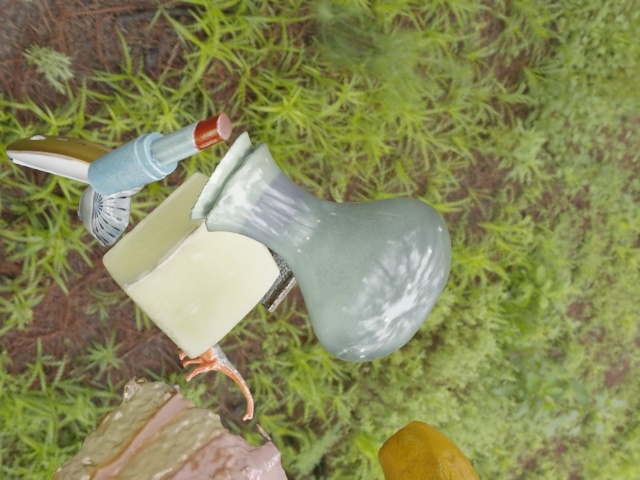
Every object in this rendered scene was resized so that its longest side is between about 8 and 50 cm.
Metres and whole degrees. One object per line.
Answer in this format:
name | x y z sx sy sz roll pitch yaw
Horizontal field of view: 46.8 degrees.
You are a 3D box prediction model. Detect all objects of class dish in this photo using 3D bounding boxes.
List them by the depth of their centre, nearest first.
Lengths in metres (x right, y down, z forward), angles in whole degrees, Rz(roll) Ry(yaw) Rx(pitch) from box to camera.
dish | -0.527 -0.080 1.771 0.191 0.066 0.190 8 90 -77

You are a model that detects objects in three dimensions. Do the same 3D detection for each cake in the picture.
cake | -0.224 0.440 1.159 0.293 0.307 0.314 -49 141 -31

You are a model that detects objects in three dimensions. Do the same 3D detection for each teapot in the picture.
teapot | 0.000 0.000 0.751 0.183 0.251 0.183 -57 -177 5

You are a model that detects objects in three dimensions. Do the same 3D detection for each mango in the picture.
mango | 0.179 0.450 1.150 0.187 0.359 0.144 -14 142 21

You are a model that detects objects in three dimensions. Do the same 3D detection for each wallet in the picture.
wallet | -0.081 0.029 1.655 0.243 0.133 0.039 -49 163 10

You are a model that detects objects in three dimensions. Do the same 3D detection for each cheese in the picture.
cheese | -0.219 0.051 1.329 0.242 0.124 0.265 -42 140 -12

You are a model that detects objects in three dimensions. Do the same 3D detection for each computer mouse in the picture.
computer mouse | -0.427 -0.144 1.311 0.245 0.126 0.056 15 109 -6

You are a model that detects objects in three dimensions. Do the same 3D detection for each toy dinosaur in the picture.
toy dinosaur | -0.224 0.239 1.461 0.101 0.055 0.279 -24 99 3

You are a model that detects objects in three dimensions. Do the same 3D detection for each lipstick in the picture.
lipstick | -0.229 -0.125 1.058 0.068 0.274 0.061 61 38 -18
